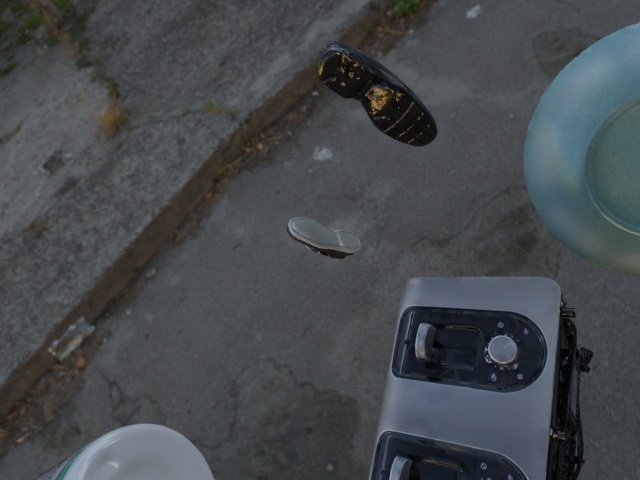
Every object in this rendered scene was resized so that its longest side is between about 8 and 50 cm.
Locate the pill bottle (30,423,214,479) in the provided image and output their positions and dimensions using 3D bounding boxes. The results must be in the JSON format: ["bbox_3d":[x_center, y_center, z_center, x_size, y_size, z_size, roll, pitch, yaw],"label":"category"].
[{"bbox_3d":[-0.314,0.393,0.729,0.361,0.204,0.204,-35,39,34],"label":"pill bottle"}]

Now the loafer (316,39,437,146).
[{"bbox_3d":[0.074,-0.178,0.652,0.062,0.170,0.061,-37,25,38],"label":"loafer"}]

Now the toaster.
[{"bbox_3d":[0.111,0.126,0.361,0.110,0.185,0.168,2,67,31],"label":"toaster"}]

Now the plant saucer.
[{"bbox_3d":[0.246,-0.058,0.391,0.194,0.195,0.037,-9,14,28],"label":"plant saucer"}]

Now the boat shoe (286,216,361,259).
[{"bbox_3d":[0.000,0.000,0.770,0.038,0.125,0.046,-39,54,38],"label":"boat shoe"}]
